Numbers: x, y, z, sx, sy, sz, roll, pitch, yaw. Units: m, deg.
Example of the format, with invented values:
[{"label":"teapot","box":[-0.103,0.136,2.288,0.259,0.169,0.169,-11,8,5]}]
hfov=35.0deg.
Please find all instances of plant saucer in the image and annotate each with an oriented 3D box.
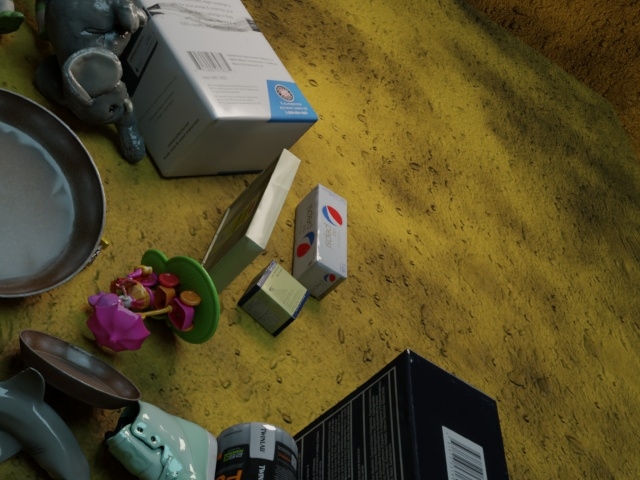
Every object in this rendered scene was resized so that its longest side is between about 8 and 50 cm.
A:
[{"label":"plant saucer","box":[-0.301,0.164,1.255,0.168,0.029,0.168,30,-2,1]},{"label":"plant saucer","box":[-0.436,-0.062,1.338,0.311,0.050,0.310,18,55,-29]}]

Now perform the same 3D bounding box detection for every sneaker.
[{"label":"sneaker","box":[-0.201,0.305,1.219,0.151,0.094,0.256,35,23,-28]}]

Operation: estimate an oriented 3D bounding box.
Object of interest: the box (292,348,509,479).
[{"label":"box","box":[0.085,0.355,1.311,0.183,0.294,0.296,32,35,-26]}]

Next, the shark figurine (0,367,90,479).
[{"label":"shark figurine","box":[-0.374,0.181,1.143,0.278,0.116,0.166,22,38,-37]}]

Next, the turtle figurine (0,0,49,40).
[{"label":"turtle figurine","box":[-0.463,-0.477,1.641,0.198,0.275,0.266,31,48,-76]}]

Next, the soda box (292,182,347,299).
[{"label":"soda box","box":[0.000,0.000,1.810,0.069,0.074,0.216,32,35,-23]}]

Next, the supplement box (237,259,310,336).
[{"label":"supplement box","box":[-0.074,0.093,1.637,0.083,0.056,0.083,42,32,-8]}]

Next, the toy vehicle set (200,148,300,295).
[{"label":"toy vehicle set","box":[-0.120,-0.021,1.607,0.035,0.166,0.267,38,33,-14]}]

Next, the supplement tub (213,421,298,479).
[{"label":"supplement tub","box":[-0.088,0.338,1.296,0.117,0.117,0.190,31,35,-24]}]

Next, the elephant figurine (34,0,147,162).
[{"label":"elephant figurine","box":[-0.362,-0.261,1.598,0.186,0.239,0.169,9,-5,2]}]

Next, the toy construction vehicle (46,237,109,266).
[{"label":"toy construction vehicle","box":[-0.354,0.003,1.439,0.086,0.035,0.098,34,30,0]}]

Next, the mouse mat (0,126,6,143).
[{"label":"mouse mat","box":[-0.542,-0.183,1.391,0.153,0.007,0.189,-31,78,-35]}]

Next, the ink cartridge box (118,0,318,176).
[{"label":"ink cartridge box","box":[-0.230,-0.318,1.804,0.285,0.166,0.395,-8,61,-53]}]

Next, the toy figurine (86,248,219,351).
[{"label":"toy figurine","box":[-0.254,0.088,1.402,0.173,0.130,0.159,38,35,30]}]
